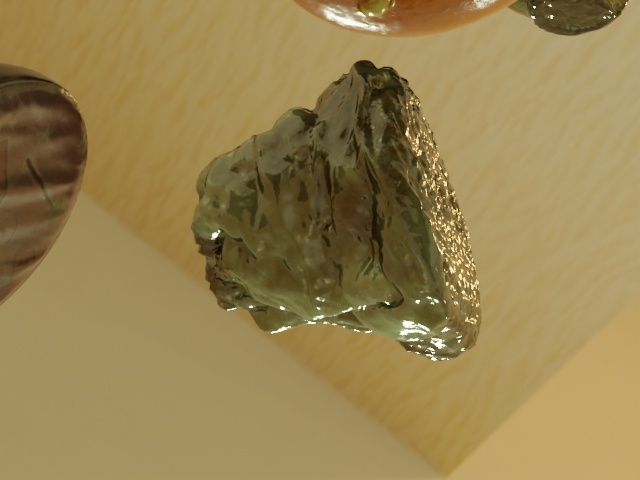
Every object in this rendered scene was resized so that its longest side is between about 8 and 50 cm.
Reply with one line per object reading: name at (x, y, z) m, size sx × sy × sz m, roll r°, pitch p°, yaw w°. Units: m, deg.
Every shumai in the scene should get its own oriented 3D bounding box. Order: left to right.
shumai at (0.000, 0.000, 1.617) m, size 0.304 × 0.263 × 0.309 m, roll -79°, pitch -29°, yaw -63°

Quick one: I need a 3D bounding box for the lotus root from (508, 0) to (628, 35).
lotus root at (0.294, -0.380, 2.173) m, size 0.267 × 0.149 × 0.260 m, roll 2°, pitch -114°, yaw -37°

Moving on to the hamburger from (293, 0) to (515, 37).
hamburger at (0.101, -0.410, 1.735) m, size 0.395 × 0.396 × 0.277 m, roll 19°, pitch -144°, yaw -19°

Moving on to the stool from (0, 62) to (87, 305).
stool at (-0.358, -0.062, 1.487) m, size 0.178 × 0.272 × 0.272 m, roll 34°, pitch -141°, yaw 25°
